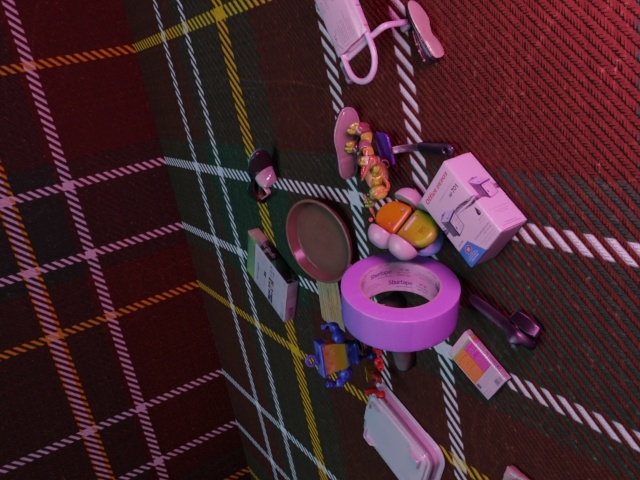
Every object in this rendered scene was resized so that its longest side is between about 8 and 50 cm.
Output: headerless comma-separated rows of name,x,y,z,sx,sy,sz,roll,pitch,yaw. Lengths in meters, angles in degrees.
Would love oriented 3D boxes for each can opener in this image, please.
can opener,0.395,0.174,1.273,0.059,0.073,0.186,40,179,-39

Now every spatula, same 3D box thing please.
spatula,0.209,-0.213,1.361,0.296,0.030,0.084,14,125,58

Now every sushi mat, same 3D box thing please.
sushi mat,0.025,0.148,1.971,0.151,0.019,0.317,23,129,54

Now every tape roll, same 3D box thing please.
tape roll,0.185,0.137,1.378,0.275,0.274,0.090,37,139,47

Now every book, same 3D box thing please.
book,0.378,0.295,1.400,0.144,0.035,0.096,53,146,28

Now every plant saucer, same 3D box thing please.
plant saucer,0.000,0.000,1.829,0.278,0.041,0.278,24,127,37

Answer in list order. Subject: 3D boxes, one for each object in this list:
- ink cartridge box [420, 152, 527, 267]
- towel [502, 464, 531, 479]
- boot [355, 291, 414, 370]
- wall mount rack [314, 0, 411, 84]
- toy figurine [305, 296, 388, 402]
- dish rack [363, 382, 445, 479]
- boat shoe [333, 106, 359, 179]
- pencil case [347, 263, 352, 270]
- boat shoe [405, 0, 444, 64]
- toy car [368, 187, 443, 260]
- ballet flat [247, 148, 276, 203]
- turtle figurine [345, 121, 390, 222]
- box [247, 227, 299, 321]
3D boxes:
ink cartridge box,0.312,-0.063,1.220,0.191,0.082,0.140,56,150,23
towel,0.538,0.738,1.382,0.324,0.056,0.312,35,138,50
boot,0.166,0.272,1.633,0.083,0.161,0.247,19,124,58
wall mount rack,0.060,-0.509,1.343,0.304,0.130,0.350,-23,87,60
toy figurine,0.058,0.323,1.758,0.191,0.217,0.363,-140,40,-77
dish rack,0.241,0.643,1.858,0.333,0.072,0.286,47,146,39
boat shoe,0.061,-0.263,1.558,0.065,0.075,0.206,-125,24,-49
pencil case,0.134,0.107,1.687,0.151,0.064,0.070,4,128,61
boat shoe,0.205,-0.424,1.202,0.042,0.049,0.133,-26,89,55
toy car,0.216,-0.023,1.386,0.136,0.159,0.182,45,171,-39
ballet flat,-0.200,-0.217,2.074,0.096,0.095,0.280,51,160,14
turtle figurine,0.124,-0.184,1.438,0.269,0.087,0.217,72,-179,-61
box,-0.195,0.134,2.335,0.322,0.058,0.232,49,147,33
